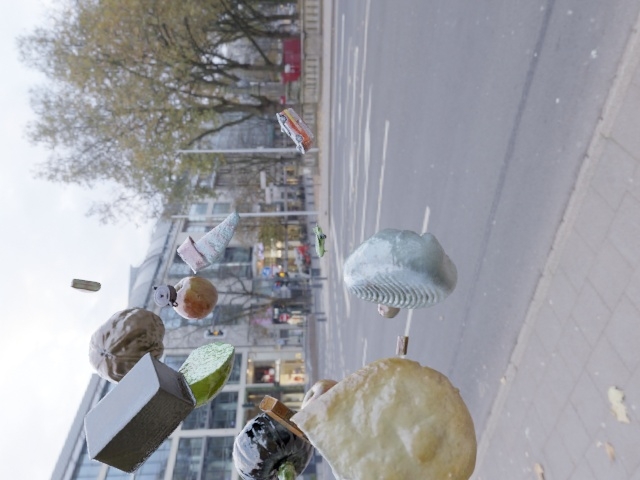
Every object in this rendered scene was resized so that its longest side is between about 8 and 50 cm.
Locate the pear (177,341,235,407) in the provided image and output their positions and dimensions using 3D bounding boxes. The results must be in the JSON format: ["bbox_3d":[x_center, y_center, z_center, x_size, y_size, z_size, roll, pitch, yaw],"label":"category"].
[{"bbox_3d":[-0.370,0.455,1.666,0.139,0.239,0.288,55,-161,-11],"label":"pear"}]

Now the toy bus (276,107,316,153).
[{"bbox_3d":[-0.084,-0.398,1.779,0.174,0.077,0.079,52,171,16],"label":"toy bus"}]

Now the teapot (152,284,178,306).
[{"bbox_3d":[-0.466,0.169,1.474,0.067,0.100,0.045,-58,-22,9],"label":"teapot"}]

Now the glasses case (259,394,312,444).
[{"bbox_3d":[-0.092,0.570,1.552,0.075,0.218,0.049,-4,47,55],"label":"glasses case"}]

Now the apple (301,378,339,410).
[{"bbox_3d":[0.021,0.692,2.084,0.209,0.164,0.209,-49,8,9],"label":"apple"}]

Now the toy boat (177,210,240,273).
[{"bbox_3d":[-0.410,-0.003,1.910,0.206,0.282,0.096,34,158,44],"label":"toy boat"}]

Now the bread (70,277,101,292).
[{"bbox_3d":[-0.890,0.176,1.873,0.062,0.109,0.043,126,151,-62],"label":"bread"}]

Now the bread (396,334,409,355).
[{"bbox_3d":[0.346,0.443,2.079,0.036,0.047,0.083,22,-104,-68],"label":"bread"}]

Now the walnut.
[{"bbox_3d":[-0.663,0.362,1.702,0.273,0.227,0.273,-10,-90,-77],"label":"walnut"}]

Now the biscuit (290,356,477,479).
[{"bbox_3d":[0.211,0.547,1.353,0.429,0.446,0.104,53,169,25],"label":"biscuit"}]

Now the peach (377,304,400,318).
[{"bbox_3d":[0.237,0.228,1.695,0.083,0.083,0.083,179,90,-86],"label":"peach"}]

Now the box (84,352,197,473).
[{"bbox_3d":[-0.516,0.491,1.405,0.143,0.273,0.184,48,173,-38],"label":"box"}]

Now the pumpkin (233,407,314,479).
[{"bbox_3d":[-0.147,0.740,1.712,0.296,0.296,0.295,179,90,-86],"label":"pumpkin"}]

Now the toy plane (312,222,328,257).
[{"bbox_3d":[0.000,0.000,1.616,0.102,0.040,0.111,23,-125,-74],"label":"toy plane"}]

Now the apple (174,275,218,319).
[{"bbox_3d":[-0.542,0.244,2.108,0.174,0.188,0.188,45,-156,-32],"label":"apple"}]

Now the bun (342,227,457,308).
[{"bbox_3d":[0.232,0.081,1.483,0.354,0.355,0.194,97,-176,-64],"label":"bun"}]
